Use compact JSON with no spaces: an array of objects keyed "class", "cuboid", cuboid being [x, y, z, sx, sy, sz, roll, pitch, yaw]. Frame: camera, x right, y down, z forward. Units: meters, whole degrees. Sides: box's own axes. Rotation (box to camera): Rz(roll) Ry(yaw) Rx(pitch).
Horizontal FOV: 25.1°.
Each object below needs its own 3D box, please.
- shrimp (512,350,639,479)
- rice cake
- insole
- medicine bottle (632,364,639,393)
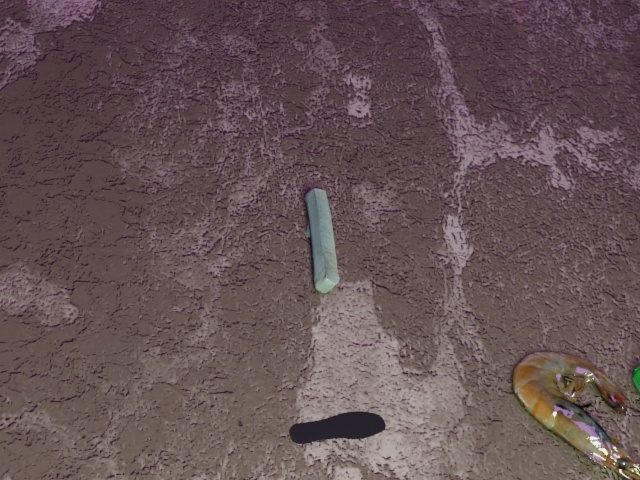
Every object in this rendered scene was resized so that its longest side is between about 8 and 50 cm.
[{"class":"shrimp","cuboid":[0.377,0.240,2.003,0.143,0.052,0.251,-25,59,-30]},{"class":"rice cake","cuboid":[0.000,0.000,2.134,0.030,0.042,0.180,19,46,-30]},{"class":"insole","cuboid":[0.023,0.256,1.954,0.135,0.002,0.045,-7,52,-16]},{"class":"medicine bottle","cuboid":[0.520,0.298,1.968,0.111,0.076,0.309,-12,54,-21]}]
